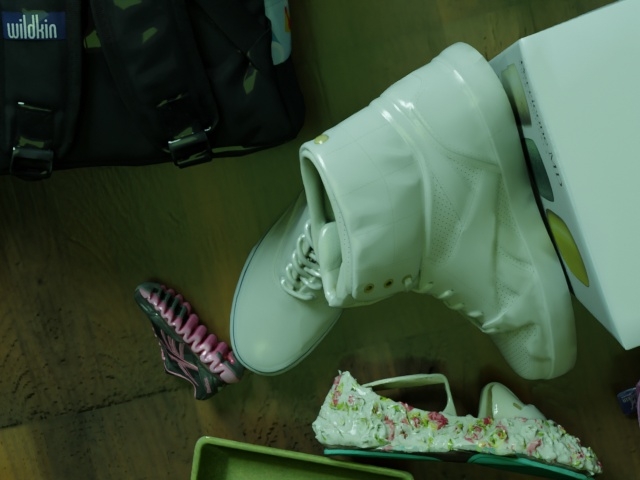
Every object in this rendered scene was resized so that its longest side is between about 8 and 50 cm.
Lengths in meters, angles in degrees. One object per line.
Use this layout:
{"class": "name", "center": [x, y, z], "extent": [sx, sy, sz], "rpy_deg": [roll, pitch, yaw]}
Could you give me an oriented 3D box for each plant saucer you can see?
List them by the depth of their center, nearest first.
{"class": "plant saucer", "center": [-0.024, 0.267, 0.865], "extent": [0.188, 0.045, 0.188], "rpy_deg": [9, 99, 4]}

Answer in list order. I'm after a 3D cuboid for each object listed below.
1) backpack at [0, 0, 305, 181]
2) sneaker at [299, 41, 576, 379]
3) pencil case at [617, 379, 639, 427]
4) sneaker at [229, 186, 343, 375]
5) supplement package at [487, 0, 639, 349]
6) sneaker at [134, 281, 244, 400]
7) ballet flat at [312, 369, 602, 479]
{"class": "backpack", "center": [-0.168, -0.253, 0.714], "extent": [0.290, 0.273, 0.355], "rpy_deg": [-7, 123, 0]}
{"class": "sneaker", "center": [0.082, 0.019, 0.743], "extent": [0.169, 0.108, 0.292], "rpy_deg": [-31, 119, -10]}
{"class": "pencil case", "center": [0.392, 0.129, 0.778], "extent": [0.284, 0.124, 0.124], "rpy_deg": [-20, 95, 8]}
{"class": "sneaker", "center": [0.000, 0.000, 0.804], "extent": [0.094, 0.091, 0.258], "rpy_deg": [29, 99, 1]}
{"class": "supplement package", "center": [0.246, -0.072, 0.687], "extent": [0.198, 0.262, 0.199], "rpy_deg": [-19, 95, 7]}
{"class": "sneaker", "center": [-0.123, 0.090, 0.855], "extent": [0.057, 0.047, 0.119], "rpy_deg": [-42, 91, 20]}
{"class": "ballet flat", "center": [0.115, 0.151, 0.823], "extent": [0.241, 0.091, 0.077], "rpy_deg": [7, 75, 0]}
